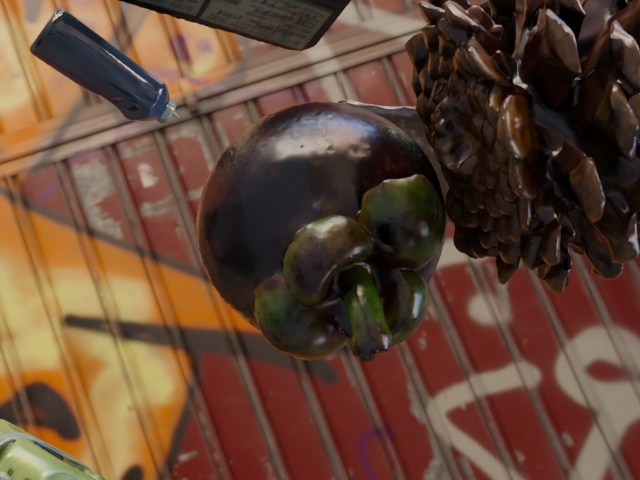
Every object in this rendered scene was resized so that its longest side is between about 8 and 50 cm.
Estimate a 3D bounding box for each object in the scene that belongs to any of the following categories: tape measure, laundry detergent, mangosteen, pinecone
[{"bbox_3d":[-0.266,0.227,0.893,0.154,0.087,0.177,19,-22,44],"label":"tape measure"},{"bbox_3d":[-0.275,-0.219,1.282,0.206,0.061,0.097,34,-31,-19],"label":"laundry detergent"},{"bbox_3d":[0.005,-0.007,1.107,0.311,0.311,0.311,160,-90,-80],"label":"mangosteen"},{"bbox_3d":[0.284,-0.141,0.990,0.384,0.385,0.384,160,-90,-80],"label":"pinecone"}]

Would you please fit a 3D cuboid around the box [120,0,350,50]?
[{"bbox_3d":[-0.127,-0.352,1.218,0.211,0.350,0.058,-41,-136,52],"label":"box"}]

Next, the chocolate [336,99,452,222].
[{"bbox_3d":[0.132,-0.107,1.295,0.080,0.254,0.156,-69,163,-75],"label":"chocolate"}]
